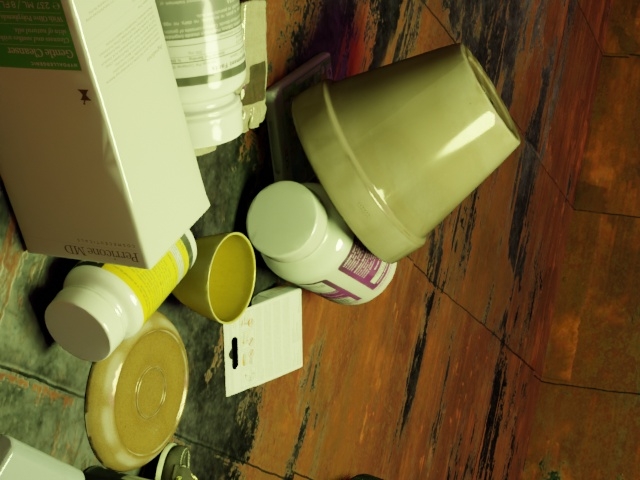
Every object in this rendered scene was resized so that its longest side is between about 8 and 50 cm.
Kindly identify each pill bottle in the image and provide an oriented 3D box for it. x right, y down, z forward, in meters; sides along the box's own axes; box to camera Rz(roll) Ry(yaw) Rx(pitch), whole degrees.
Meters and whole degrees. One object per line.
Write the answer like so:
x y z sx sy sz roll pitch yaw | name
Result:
-0.259 0.055 1.699 0.208 0.119 0.119 -55 142 -45 | pill bottle
0.000 0.000 2.151 0.301 0.169 0.169 31 69 -62 | pill bottle
-0.183 -0.275 1.729 0.161 0.161 0.283 -40 131 -54 | pill bottle

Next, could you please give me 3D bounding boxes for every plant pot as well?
0.154 -0.166 2.098 0.323 0.280 0.323 52 18 -24 | plant pot
-0.250 0.214 1.853 0.236 0.032 0.236 -27 120 -60 | plant pot
-0.168 0.050 1.906 0.134 0.095 0.134 -25 118 -59 | plant pot

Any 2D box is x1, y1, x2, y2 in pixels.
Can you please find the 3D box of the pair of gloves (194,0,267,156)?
-0.147 -0.246 1.944 0.240 0.042 0.204 -36 131 -54 | pair of gloves

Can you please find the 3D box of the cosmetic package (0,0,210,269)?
-0.280 -0.162 1.525 0.155 0.197 0.365 -52 138 -47 | cosmetic package

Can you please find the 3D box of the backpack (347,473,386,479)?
0.118 0.584 2.468 0.191 0.225 0.253 8 93 -59 | backpack

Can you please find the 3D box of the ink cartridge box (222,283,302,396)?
-0.104 0.163 2.149 0.179 0.045 0.145 -16 112 -42 | ink cartridge box

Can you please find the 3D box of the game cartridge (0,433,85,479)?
-0.394 0.396 1.584 0.198 0.062 0.297 51 51 -61 | game cartridge

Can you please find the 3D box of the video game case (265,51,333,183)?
-0.028 -0.196 2.214 0.212 0.023 0.193 -44 134 -52 | video game case

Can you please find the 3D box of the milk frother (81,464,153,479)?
-0.271 0.380 1.733 0.129 0.135 0.143 26 72 -62 | milk frother

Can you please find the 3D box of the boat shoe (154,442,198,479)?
-0.205 0.374 1.868 0.227 0.069 0.081 -83 169 -58 | boat shoe
